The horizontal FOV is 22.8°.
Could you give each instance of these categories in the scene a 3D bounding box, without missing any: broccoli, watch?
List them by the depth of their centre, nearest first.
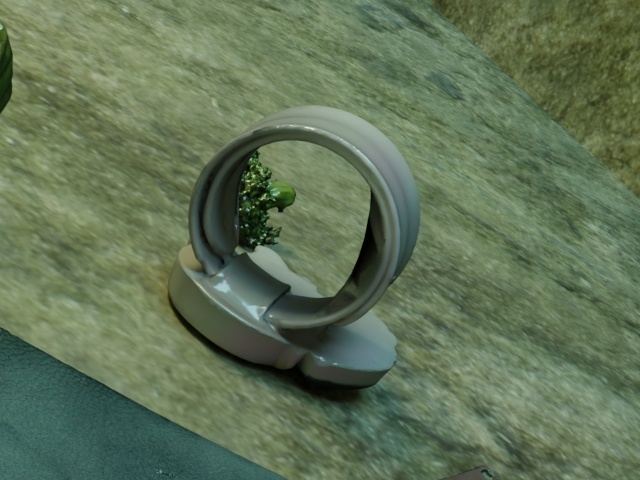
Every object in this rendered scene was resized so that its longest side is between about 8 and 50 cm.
[{"bbox_3d":[0.000,0.000,1.495,0.244,0.231,0.196,32,17,3],"label":"watch"},{"bbox_3d":[-0.073,-0.051,1.710,0.092,0.095,0.097,1,28,-36],"label":"broccoli"}]

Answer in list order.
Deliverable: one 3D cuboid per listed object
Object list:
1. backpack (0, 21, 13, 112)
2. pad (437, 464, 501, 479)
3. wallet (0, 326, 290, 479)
[{"bbox_3d":[-0.383,-0.171,1.337,0.253,0.140,0.207,36,61,11],"label":"backpack"},{"bbox_3d":[0.194,0.283,1.475,0.188,0.006,0.113,44,21,22],"label":"pad"},{"bbox_3d":[-0.121,0.182,1.145,0.379,0.046,0.191,30,21,-16],"label":"wallet"}]
